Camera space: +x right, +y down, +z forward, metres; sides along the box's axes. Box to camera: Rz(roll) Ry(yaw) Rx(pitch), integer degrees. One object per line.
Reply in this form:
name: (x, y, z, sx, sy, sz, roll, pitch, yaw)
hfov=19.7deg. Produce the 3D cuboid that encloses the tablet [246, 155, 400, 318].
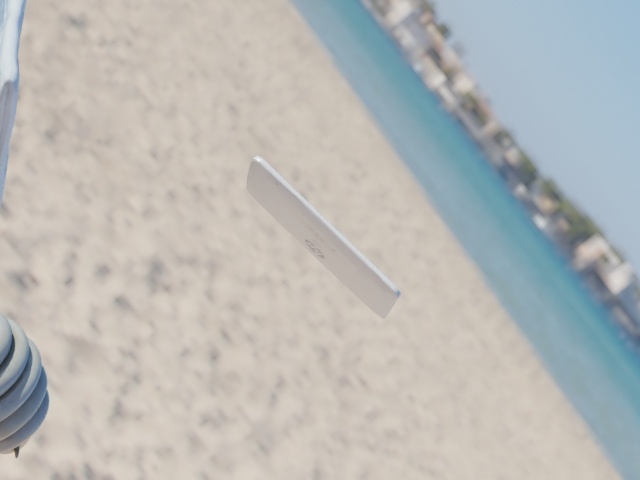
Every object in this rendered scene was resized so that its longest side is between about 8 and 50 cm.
tablet: (0.000, 0.000, 0.778, 0.083, 0.006, 0.054, 44, -13, 6)

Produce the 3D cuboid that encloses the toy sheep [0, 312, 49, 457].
toy sheep: (-0.211, 0.082, 1.115, 0.091, 0.091, 0.132, 58, -5, 48)

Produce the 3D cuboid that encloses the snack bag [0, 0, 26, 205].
snack bag: (-0.244, -0.063, 1.290, 0.037, 0.342, 0.323, 9, 36, -14)
